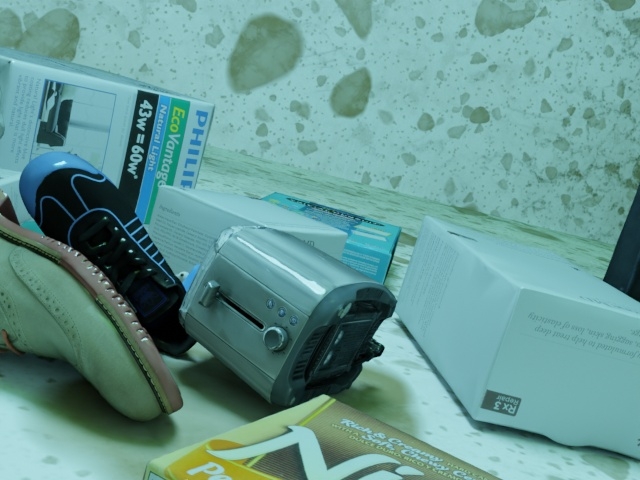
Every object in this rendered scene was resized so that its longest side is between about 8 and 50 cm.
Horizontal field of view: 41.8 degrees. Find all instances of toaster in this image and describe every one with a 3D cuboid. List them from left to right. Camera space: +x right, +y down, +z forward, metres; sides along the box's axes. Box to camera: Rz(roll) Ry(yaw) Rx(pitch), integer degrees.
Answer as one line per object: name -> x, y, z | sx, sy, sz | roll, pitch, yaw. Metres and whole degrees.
toaster -> -0.027, 0.066, 0.802 | 0.146, 0.129, 0.227 | 32, 11, 21

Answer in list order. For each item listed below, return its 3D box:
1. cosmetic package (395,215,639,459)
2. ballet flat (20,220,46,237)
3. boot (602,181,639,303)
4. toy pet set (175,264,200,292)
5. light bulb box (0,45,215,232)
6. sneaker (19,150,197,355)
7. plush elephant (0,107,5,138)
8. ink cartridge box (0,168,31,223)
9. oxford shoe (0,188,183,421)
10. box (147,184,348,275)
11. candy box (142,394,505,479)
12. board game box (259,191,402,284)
cosmetic package -> 0.245, 0.099, 1.020 | 0.217, 0.156, 0.385 | 15, 9, -13
ballet flat -> -0.321, 0.008, 1.039 | 0.114, 0.041, 0.041 | 19, 10, 18
boot -> 0.512, -0.008, 1.167 | 0.146, 0.445, 0.367 | 21, 12, 32
toy pet set -> -0.161, 0.053, 0.925 | 0.114, 0.065, 0.122 | 19, 11, 22
light bulb box -> -0.419, -0.157, 1.241 | 0.358, 0.225, 0.361 | 21, 11, 35
sneaker -> -0.183, 0.017, 0.774 | 0.090, 0.081, 0.232 | 37, -16, 45
plush elephant -> -0.527, -0.139, 0.944 | 0.272, 0.330, 0.255 | 14, -12, 43
ink cartridge box -> -0.388, -0.039, 0.885 | 0.099, 0.056, 0.135 | 11, 18, 16
oxford shoe -> -0.258, 0.061, 0.700 | 0.348, 0.123, 0.130 | 31, 58, 29
box -> -0.096, 0.015, 1.062 | 0.182, 0.119, 0.181 | 21, 10, 33
candy box -> 0.076, 0.193, 0.433 | 0.316, 0.088, 0.183 | 20, 11, 28
board game box -> 0.000, 0.000, 1.427 | 0.253, 0.079, 0.336 | 16, 10, 6
